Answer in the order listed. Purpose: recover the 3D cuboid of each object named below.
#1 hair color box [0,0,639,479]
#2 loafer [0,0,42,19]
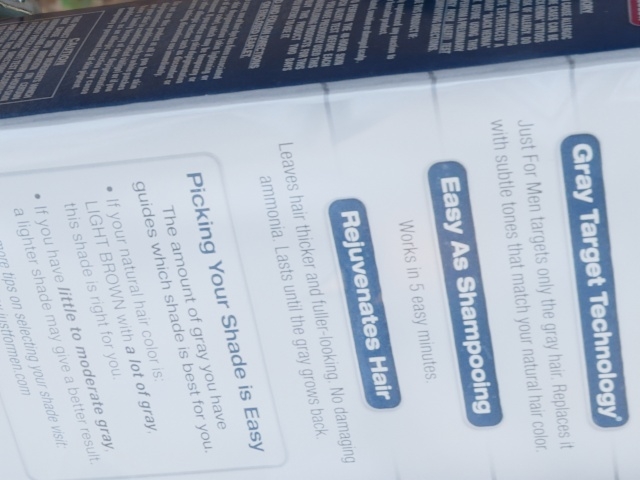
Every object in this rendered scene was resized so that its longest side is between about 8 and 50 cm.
[{"bbox_3d":[0.000,0.000,0.624,0.347,0.174,0.105,-5,-151,12],"label":"hair color box"},{"bbox_3d":[-0.345,-0.197,1.302,0.267,0.084,0.096,25,160,-16],"label":"loafer"}]
